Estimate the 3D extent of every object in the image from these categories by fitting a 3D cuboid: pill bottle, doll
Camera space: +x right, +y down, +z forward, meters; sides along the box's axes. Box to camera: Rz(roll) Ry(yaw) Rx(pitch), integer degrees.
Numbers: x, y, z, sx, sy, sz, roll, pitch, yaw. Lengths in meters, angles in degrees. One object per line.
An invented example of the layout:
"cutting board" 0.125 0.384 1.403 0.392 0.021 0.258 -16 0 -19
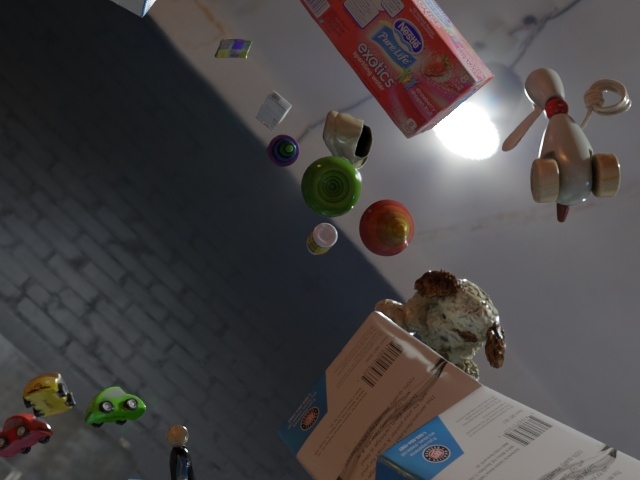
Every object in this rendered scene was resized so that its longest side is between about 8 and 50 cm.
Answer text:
"pill bottle" 0.000 0.000 2.273 0.065 0.065 0.116 39 -20 0
"doll" -0.233 0.405 1.499 0.129 0.046 0.189 -149 -133 -75

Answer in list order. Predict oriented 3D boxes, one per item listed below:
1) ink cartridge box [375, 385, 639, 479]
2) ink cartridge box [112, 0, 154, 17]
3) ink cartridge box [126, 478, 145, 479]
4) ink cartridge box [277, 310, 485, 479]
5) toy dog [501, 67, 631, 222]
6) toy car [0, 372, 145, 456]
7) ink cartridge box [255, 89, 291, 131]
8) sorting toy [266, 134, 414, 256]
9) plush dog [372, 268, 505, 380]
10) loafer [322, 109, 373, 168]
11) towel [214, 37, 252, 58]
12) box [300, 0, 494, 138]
"ink cartridge box" 0.246 0.316 0.998 0.307 0.223 0.129 22 -60 38
"ink cartridge box" -0.333 -0.510 1.638 0.090 0.143 0.092 27 -34 -4
"ink cartridge box" -0.309 0.557 1.651 0.190 0.140 0.082 24 -8 26
"ink cartridge box" 0.142 0.329 1.428 0.166 0.285 0.395 41 -4 -30
"toy dog" 0.464 -0.170 1.701 0.220 0.334 0.161 15 -39 9
"toy car" -0.394 0.270 1.413 0.239 0.225 0.053 -50 -130 41
"ink cartridge box" -0.121 -0.331 2.252 0.063 0.029 0.115 41 -29 -2
"sorting toy" 0.052 -0.094 1.772 0.365 0.127 0.126 36 -3 -11
"plush dog" 0.266 0.152 1.726 0.262 0.210 0.225 42 -21 -3
"loafer" 0.076 -0.220 2.026 0.092 0.102 0.268 14 -5 17
"towel" -0.204 -0.448 2.056 0.060 0.083 0.009 -57 -133 46
"box" 0.130 -0.337 1.458 0.154 0.142 0.300 -40 -95 27
